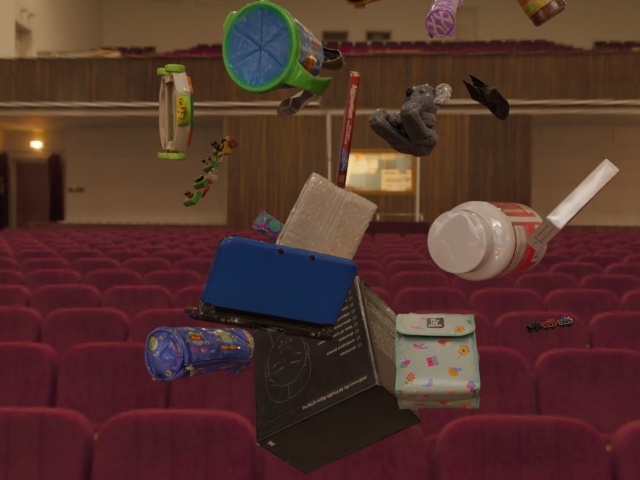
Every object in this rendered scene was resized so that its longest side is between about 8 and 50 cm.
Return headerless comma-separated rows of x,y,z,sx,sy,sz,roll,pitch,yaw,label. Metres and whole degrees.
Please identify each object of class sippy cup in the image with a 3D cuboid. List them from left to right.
-0.110,-0.513,1.822,0.240,0.305,0.224,-17,-2,29,sippy cup

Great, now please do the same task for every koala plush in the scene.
0.301,-0.397,2.077,0.196,0.221,0.203,-9,-45,48,koala plush

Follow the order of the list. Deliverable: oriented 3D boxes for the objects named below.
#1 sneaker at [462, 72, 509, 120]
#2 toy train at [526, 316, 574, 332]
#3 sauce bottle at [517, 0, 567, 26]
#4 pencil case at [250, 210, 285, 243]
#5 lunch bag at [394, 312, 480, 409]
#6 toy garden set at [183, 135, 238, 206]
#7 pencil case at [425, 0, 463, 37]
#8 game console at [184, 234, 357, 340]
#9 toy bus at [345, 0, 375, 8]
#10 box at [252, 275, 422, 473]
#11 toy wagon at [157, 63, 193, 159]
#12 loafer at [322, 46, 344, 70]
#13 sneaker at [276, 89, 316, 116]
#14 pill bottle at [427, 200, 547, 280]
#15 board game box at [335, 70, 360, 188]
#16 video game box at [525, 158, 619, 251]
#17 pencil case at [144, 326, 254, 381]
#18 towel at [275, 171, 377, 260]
0.472,-0.408,1.898,0.089,0.051,0.170,33,-2,42,sneaker
0.768,0.280,2.230,0.159,0.036,0.027,-10,19,5,toy train
0.578,-0.790,1.935,0.111,0.344,0.111,-34,-1,-1,sauce bottle
-0.125,-0.021,1.921,0.152,0.064,0.070,35,27,-28,pencil case
0.310,0.306,1.781,0.224,0.262,0.160,-2,-36,11,lunch bag
-0.363,-0.232,2.152,0.049,0.244,0.204,33,-16,-22,toy garden set
0.348,-0.639,1.849,0.088,0.206,0.086,30,-45,-9,pencil case
-0.109,0.104,1.392,0.293,0.173,0.250,13,-8,-20,game console
0.122,-0.761,2.025,0.202,0.104,0.191,-10,24,-12,toy bus
0.037,0.461,2.302,0.480,0.471,0.297,-30,-53,19,box
-0.413,-0.363,1.904,0.068,0.267,0.344,-3,9,-24,toy wagon
-0.031,-0.697,2.483,0.252,0.094,0.087,3,-12,-5,loafer
-0.065,-0.420,2.025,0.152,0.053,0.061,-35,0,-5,sneaker
0.486,-0.001,1.941,0.229,0.228,0.408,1,2,38,pill bottle
0.069,-0.287,1.718,0.027,0.281,0.145,7,19,-2,board game box
0.586,-0.077,1.563,0.205,0.048,0.187,-43,-12,-9,video game box
-0.283,0.271,1.608,0.133,0.119,0.306,32,10,29,pencil case
0.000,0.000,1.607,0.187,0.282,0.049,26,3,-14,towel
